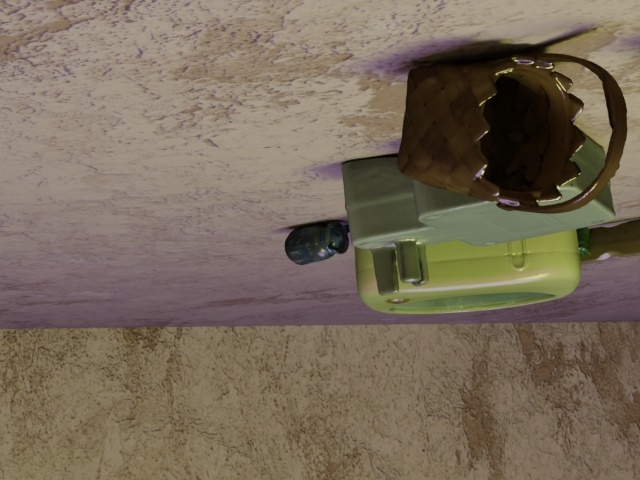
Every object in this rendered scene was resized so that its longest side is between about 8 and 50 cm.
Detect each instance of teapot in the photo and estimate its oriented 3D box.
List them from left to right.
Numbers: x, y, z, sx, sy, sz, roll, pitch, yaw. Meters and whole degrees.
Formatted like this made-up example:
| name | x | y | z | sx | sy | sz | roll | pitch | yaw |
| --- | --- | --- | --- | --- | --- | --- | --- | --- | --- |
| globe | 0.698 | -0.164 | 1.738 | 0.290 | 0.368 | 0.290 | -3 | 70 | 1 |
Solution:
| name | x | y | z | sx | sy | sz | roll | pitch | yaw |
| --- | --- | --- | --- | --- | --- | --- | --- | --- | --- |
| teapot | 0.000 | 0.004 | 2.047 | 0.083 | 0.049 | 0.063 | -11 | 169 | 39 |

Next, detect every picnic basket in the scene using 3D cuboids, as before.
| name | x | y | z | sx | sy | sz | roll | pitch | yaw |
| --- | --- | --- | --- | --- | --- | --- | --- | --- | --- |
| picnic basket | 0.166 | -0.085 | 1.232 | 0.178 | 0.128 | 0.138 | 1 | 179 | 44 |

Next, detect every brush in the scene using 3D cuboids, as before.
| name | x | y | z | sx | sy | sz | roll | pitch | yaw |
| --- | --- | --- | --- | --- | --- | --- | --- | --- | --- |
| brush | 0.401 | -0.002 | 2.208 | 0.282 | 0.054 | 0.048 | -10 | 151 | 32 |

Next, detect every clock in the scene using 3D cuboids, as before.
| name | x | y | z | sx | sy | sz | roll | pitch | yaw |
| --- | --- | --- | --- | --- | --- | --- | --- | --- | --- |
| clock | 0.197 | 0.029 | 2.092 | 0.286 | 0.117 | 0.348 | -5 | 173 | 6 |

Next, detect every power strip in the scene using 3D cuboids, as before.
| name | x | y | z | sx | sy | sz | roll | pitch | yaw |
| --- | --- | --- | --- | --- | --- | --- | --- | --- | --- |
| power strip | 0.159 | -0.029 | 1.617 | 0.261 | 0.141 | 0.229 | -10 | 169 | 21 |
